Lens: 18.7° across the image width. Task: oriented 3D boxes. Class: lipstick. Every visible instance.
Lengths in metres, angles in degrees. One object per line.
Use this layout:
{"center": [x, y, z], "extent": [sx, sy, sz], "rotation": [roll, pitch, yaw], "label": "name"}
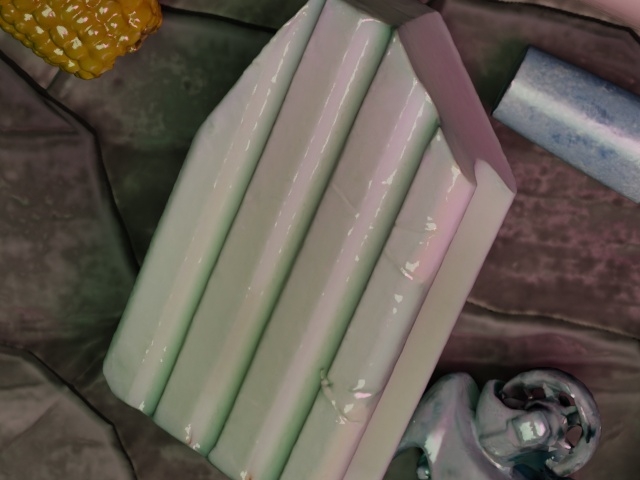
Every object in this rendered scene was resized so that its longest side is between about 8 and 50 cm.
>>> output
{"center": [0.253, -0.048, 1.363], "extent": [0.274, 0.061, 0.068], "rotation": [28, 108, -1], "label": "lipstick"}

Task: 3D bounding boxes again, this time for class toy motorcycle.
{"center": [0.103, 0.209, 1.437], "extent": [0.206, 0.154, 0.260], "rotation": [10, 104, 29], "label": "toy motorcycle"}

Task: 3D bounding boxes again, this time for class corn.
{"center": [-0.260, -0.252, 1.341], "extent": [0.363, 0.120, 0.120], "rotation": [40, 109, -9], "label": "corn"}

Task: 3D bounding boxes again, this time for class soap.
{"center": [0.000, 0.000, 1.356], "extent": [0.208, 0.115, 0.347], "rotation": [32, 112, 23], "label": "soap"}

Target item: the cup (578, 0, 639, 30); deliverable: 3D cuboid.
{"center": [0.178, -0.259, 1.218], "extent": [0.274, 0.253, 0.253], "rotation": [19, 110, 8], "label": "cup"}
